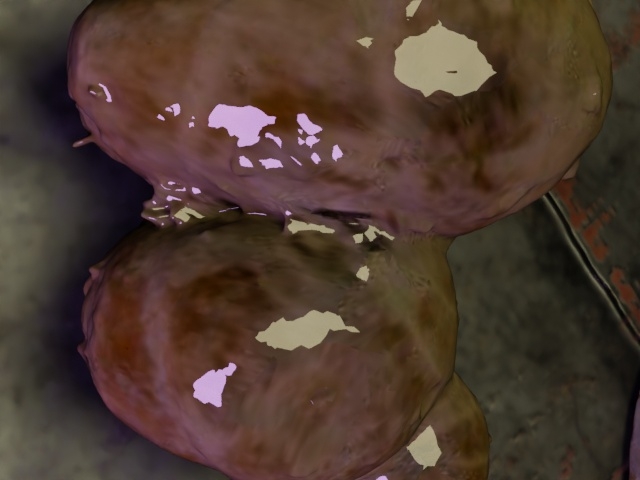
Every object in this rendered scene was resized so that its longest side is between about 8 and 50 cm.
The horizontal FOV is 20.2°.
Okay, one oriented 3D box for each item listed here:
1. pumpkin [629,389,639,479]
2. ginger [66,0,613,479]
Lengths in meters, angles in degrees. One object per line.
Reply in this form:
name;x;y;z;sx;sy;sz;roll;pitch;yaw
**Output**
pumpkin;0.357;0.135;0.983;0.332;0.199;0.332;4;83;-33
ginger;0.000;0.000;0.801;0.244;0.155;0.304;5;105;-25
